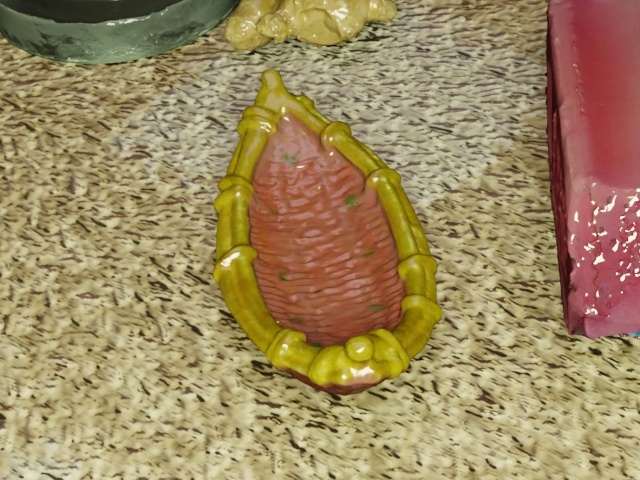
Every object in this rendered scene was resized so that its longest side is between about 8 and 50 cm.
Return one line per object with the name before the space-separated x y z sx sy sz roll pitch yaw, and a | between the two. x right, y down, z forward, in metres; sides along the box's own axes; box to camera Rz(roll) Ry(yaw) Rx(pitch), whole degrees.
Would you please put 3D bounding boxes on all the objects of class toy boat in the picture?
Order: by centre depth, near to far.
toy boat | 0.000 0.006 1.062 0.141 0.099 0.318 -7 36 -7

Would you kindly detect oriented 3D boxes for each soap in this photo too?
soap | 0.195 -0.037 1.035 0.099 0.162 0.250 -2 38 5

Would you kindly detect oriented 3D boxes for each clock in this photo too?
clock | -0.174 -0.227 1.406 0.226 0.049 0.226 -3 40 2

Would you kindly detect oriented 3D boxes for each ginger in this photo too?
ginger | 0.017 -0.216 1.342 0.115 0.081 0.205 -8 34 52
